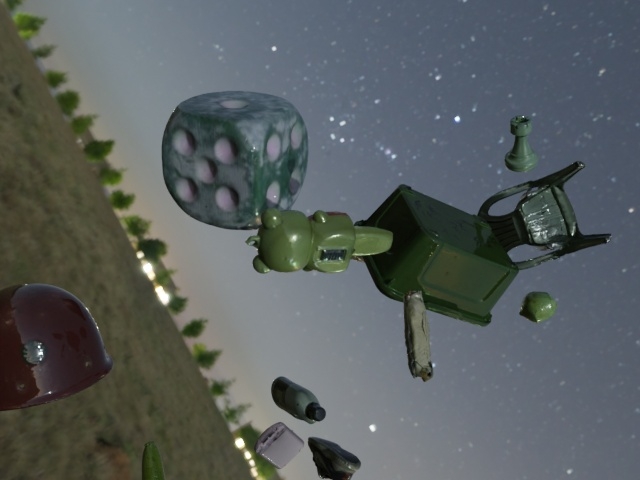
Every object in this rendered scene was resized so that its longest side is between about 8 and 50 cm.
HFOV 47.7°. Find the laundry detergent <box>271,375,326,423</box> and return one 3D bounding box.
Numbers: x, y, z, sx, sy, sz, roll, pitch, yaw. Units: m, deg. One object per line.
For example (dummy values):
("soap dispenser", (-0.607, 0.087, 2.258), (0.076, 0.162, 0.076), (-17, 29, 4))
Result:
("laundry detergent", (-0.052, 0.425, 1.890), (0.226, 0.070, 0.099), (8, -67, 61))

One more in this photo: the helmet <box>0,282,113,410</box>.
("helmet", (-0.673, 0.210, 1.663), (0.385, 0.338, 0.230), (19, -62, 52))

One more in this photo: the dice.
("dice", (-0.246, -0.241, 2.142), (0.331, 0.328, 0.348), (12, -63, 23))

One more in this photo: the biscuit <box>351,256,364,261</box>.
("biscuit", (0.035, 0.022, 1.920), (0.220, 0.220, 0.033), (-160, -94, -70))

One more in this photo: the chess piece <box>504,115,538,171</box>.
("chess piece", (0.397, -0.193, 1.435), (0.067, 0.067, 0.103), (46, -23, 48))

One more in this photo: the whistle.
("whistle", (0.000, 0.000, 1.325), (0.106, 0.289, 0.131), (-125, -140, -50))

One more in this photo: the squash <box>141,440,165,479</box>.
("squash", (-0.463, 0.652, 2.007), (0.066, 0.066, 0.201), (81, -7, -54))

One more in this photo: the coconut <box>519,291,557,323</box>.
("coconut", (0.559, 0.172, 1.869), (0.088, 0.096, 0.087), (-23, 90, -84))

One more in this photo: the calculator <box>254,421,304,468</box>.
("calculator", (-0.103, 0.523, 1.841), (0.032, 0.100, 0.175), (40, -11, 39))

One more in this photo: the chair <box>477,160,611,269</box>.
("chair", (0.502, -0.045, 1.694), (0.274, 0.191, 0.203), (125, -53, -79))

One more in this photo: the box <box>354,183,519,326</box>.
("box", (0.258, 0.028, 1.583), (0.177, 0.329, 0.252), (-55, -145, 28))

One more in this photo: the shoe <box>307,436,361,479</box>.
("shoe", (0.024, 0.659, 2.143), (0.099, 0.112, 0.227), (22, -7, -33))

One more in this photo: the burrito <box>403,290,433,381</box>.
("burrito", (0.170, 0.165, 1.277), (0.041, 0.045, 0.185), (93, -2, -52))
